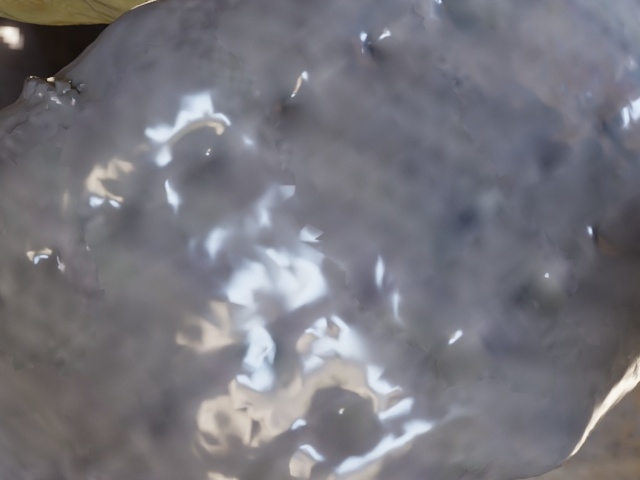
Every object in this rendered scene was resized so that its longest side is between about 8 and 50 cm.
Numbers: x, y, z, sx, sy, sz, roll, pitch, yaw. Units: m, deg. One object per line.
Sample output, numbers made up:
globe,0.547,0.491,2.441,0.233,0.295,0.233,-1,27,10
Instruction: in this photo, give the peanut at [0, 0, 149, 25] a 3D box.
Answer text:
peanut,-0.129,-0.210,1.266,0.318,0.148,0.147,5,23,13

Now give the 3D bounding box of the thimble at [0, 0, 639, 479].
thimble,0.000,0.000,0.531,0.245,0.157,0.217,-34,5,-16
